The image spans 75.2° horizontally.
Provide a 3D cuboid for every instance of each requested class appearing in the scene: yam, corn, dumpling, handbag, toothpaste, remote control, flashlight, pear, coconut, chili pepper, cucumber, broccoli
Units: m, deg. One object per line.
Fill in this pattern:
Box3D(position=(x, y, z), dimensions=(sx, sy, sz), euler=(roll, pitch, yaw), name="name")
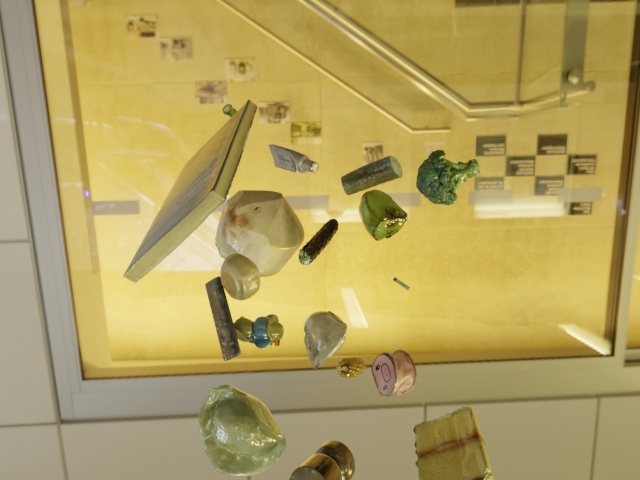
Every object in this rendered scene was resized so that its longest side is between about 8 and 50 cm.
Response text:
Box3D(position=(0.138, -0.178, 1.139), dimensions=(0.169, 0.069, 0.068), euler=(-15, -179, 33), name="yam")
Box3D(position=(0.159, 0.616, 2.021), dimensions=(0.101, 0.101, 0.291), euler=(2, 165, 19), name="corn")
Box3D(position=(0.009, 0.395, 1.648), dimensions=(0.175, 0.227, 0.243), euler=(12, 164, 5), name="dumpling")
Box3D(position=(-0.295, 0.701, 1.570), dimensions=(0.320, 0.212, 0.269), euler=(35, -146, 26), name="dumpling")
Box3D(position=(0.329, 0.598, 1.884), dimensions=(0.116, 0.179, 0.205), euler=(13, -142, -29), name="handbag")
Box3D(position=(-0.114, -0.325, 1.696), dimensions=(0.068, 0.099, 0.282), euler=(-6, -159, -45), name="toothpaste")
Box3D(position=(-0.454, 0.358, 1.922), dimensions=(0.107, 0.378, 0.044), euler=(-32, 157, 31), name="remote control")
Box3D(position=(0.362, 0.194, 1.860), dimensions=(0.083, 0.018, 0.018), euler=(35, 177, 18), name="flashlight")
Box3D(position=(0.277, -0.141, 2.130), dimensions=(0.238, 0.164, 0.255), euler=(-14, -124, -41), name="pear")
Box3D(position=(-0.273, -0.049, 1.852), dimensions=(0.414, 0.416, 0.345), euler=(1, -154, 16), name="coconut")
Box3D(position=(-0.291, -0.406, 1.446), dimensions=(0.051, 0.050, 0.202), euler=(19, 166, 8), name="chili pepper")
Box3D(position=(0.000, 0.000, 1.752), dimensions=(0.072, 0.081, 0.303), euler=(27, -141, 14), name="cucumber")
Box3D(position=(0.545, -0.285, 1.803), dimensions=(0.269, 0.270, 0.270), euler=(-17, -173, 11), name="broccoli")

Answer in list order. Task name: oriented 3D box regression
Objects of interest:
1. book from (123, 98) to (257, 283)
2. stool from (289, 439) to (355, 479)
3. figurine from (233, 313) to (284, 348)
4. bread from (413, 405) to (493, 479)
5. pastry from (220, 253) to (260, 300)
Box3D(position=(-0.272, -0.130, 0.922), dimensions=(0.300, 0.039, 0.428), euler=(-35, -149, 26), name="book")
Box3D(position=(0.011, 0.945, 1.674), dimensions=(0.179, 0.179, 0.264), euler=(4, 179, 27), name="stool")
Box3D(position=(-0.297, 0.418, 1.983), dimensions=(0.261, 0.154, 0.180), euler=(13, -167, 24), name="figurine")
Box3D(position=(0.440, 0.721, 1.422), dimensions=(0.235, 0.199, 0.264), euler=(-6, -150, 9), name="bread")
Box3D(position=(-0.262, 0.117, 1.332), dimensions=(0.156, 0.157, 0.092), euler=(8, -156, 42), name="pastry")
